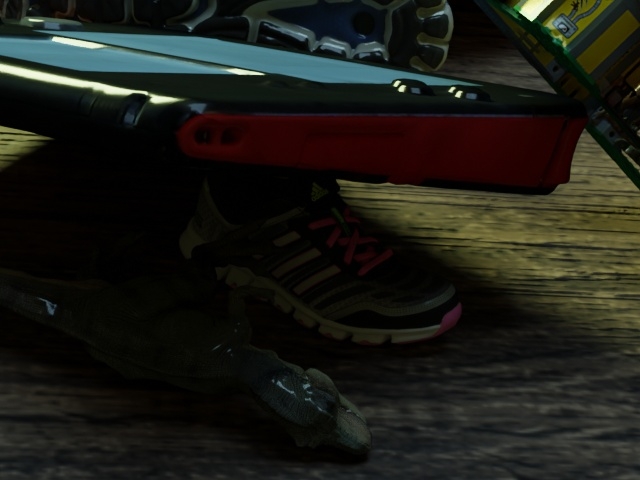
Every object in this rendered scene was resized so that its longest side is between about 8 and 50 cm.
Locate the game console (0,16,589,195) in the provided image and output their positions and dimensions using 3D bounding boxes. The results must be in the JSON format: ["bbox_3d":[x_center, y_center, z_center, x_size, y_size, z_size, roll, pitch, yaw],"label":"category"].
[{"bbox_3d":[-0.085,-0.086,1.051,0.386,0.060,0.342,13,7,40],"label":"game console"}]

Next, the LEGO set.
[{"bbox_3d":[0.234,-0.124,1.091,0.331,0.192,0.255,44,4,-20],"label":"LEGO set"}]

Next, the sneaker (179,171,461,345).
[{"bbox_3d":[0.000,0.000,1.044,0.170,0.075,0.063,22,29,25],"label":"sneaker"}]

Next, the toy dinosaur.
[{"bbox_3d":[-0.089,0.033,0.973,0.268,0.064,0.118,13,33,16],"label":"toy dinosaur"}]

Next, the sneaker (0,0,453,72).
[{"bbox_3d":[-0.071,-0.168,1.341,0.330,0.130,0.147,14,12,3],"label":"sneaker"}]
